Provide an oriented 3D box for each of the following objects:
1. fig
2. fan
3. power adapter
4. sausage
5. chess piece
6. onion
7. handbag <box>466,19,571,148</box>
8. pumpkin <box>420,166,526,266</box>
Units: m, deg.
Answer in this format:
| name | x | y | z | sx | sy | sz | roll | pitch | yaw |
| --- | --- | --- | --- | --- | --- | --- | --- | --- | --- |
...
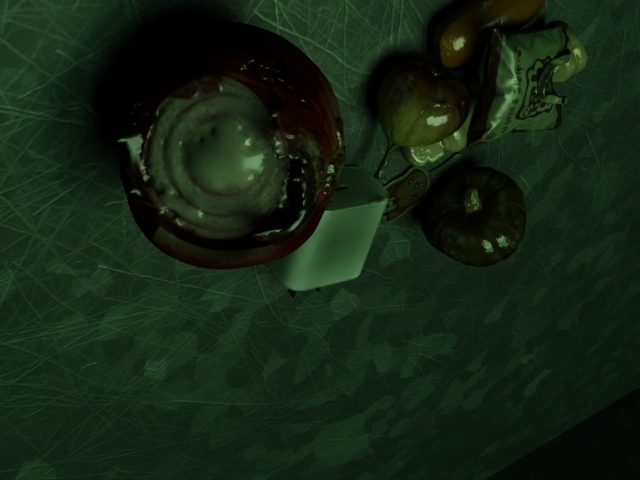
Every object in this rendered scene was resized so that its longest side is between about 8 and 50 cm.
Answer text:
| name | x | y | z | sx | sy | sz | roll | pitch | yaw |
| --- | --- | --- | --- | --- | --- | --- | --- | --- | --- |
| fig | 0.155 | -0.204 | 1.607 | 0.160 | 0.143 | 0.230 | 29 | 99 | -13 |
| fan | 0.202 | -0.118 | 1.879 | 0.220 | 0.009 | 0.132 | -36 | 147 | -9 |
| power adapter | 0.000 | 0.000 | 1.704 | 0.187 | 0.124 | 0.255 | -11 | 135 | -35 |
| sausage | 0.298 | -0.392 | 1.616 | 0.238 | 0.098 | 0.098 | -33 | 144 | -11 |
| chess piece | 0.319 | -0.269 | 1.754 | 0.397 | 0.117 | 0.117 | -35 | 144 | -8 |
| onion | -0.112 | -0.136 | 1.294 | 0.341 | 0.341 | 0.341 | -26 | 142 | -23 |
| handbag | 0.355 | -0.278 | 1.614 | 0.235 | 0.127 | 0.212 | -15 | 119 | -37 |
| pumpkin | 0.321 | -0.055 | 1.885 | 0.219 | 0.219 | 0.162 | -40 | 148 | -5 |
